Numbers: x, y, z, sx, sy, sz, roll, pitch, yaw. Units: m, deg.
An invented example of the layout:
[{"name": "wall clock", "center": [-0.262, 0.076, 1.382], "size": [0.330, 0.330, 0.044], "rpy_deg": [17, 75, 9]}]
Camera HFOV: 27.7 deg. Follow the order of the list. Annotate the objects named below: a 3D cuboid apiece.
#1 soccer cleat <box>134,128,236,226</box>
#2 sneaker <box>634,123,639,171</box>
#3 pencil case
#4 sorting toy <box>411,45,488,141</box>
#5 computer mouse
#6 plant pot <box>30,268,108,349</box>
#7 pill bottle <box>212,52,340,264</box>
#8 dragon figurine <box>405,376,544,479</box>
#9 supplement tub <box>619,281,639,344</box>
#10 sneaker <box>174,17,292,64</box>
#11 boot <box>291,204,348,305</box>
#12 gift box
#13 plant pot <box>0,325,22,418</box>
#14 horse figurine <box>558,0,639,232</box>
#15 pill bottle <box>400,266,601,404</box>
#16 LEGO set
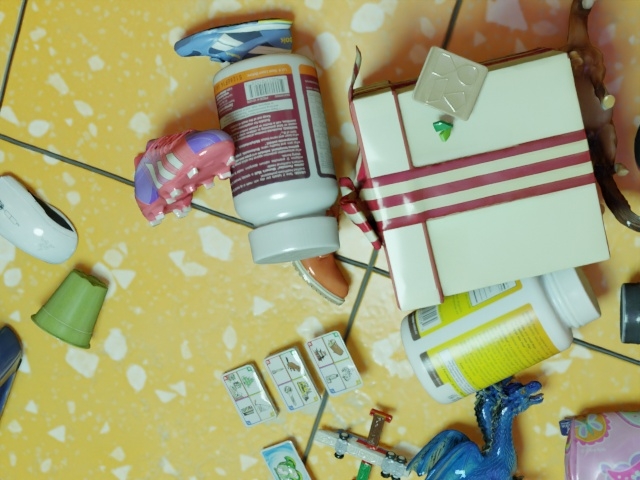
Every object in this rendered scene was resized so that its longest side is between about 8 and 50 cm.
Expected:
[{"name": "soccer cleat", "center": [-0.165, -0.089, 1.475], "size": [0.083, 0.248, 0.095], "rpy_deg": [-20, 83, -24]}, {"name": "sneaker", "center": [0.479, -0.174, 1.408], "size": [0.136, 0.116, 0.314], "rpy_deg": [32, 103, -25]}, {"name": "pencil case", "center": [0.422, 0.258, 1.501], "size": [0.284, 0.124, 0.124], "rpy_deg": [-4, 102, 12]}, {"name": "sorting toy", "center": [0.121, -0.141, 1.267], "size": [0.062, 0.012, 0.083], "rpy_deg": [22, 92, -6]}, {"name": "computer mouse", "center": [-0.386, -0.042, 1.611], "size": [0.193, 0.042, 0.106], "rpy_deg": [38, 106, 0]}, {"name": "plant pot", "center": [-0.304, 0.081, 1.612], "size": [0.083, 0.083, 0.079], "rpy_deg": [30, 95, 2]}, {"name": "pill bottle", "center": [-0.046, -0.090, 1.469], "size": [0.121, 0.121, 0.221], "rpy_deg": [-12, 83, 13]}, {"name": "dragon figurine", "center": [0.159, 0.279, 1.539], "size": [0.289, 0.085, 0.144], "rpy_deg": [-38, 102, -5]}, {"name": "supplement tub", "center": [0.439, 0.084, 1.460], "size": [0.198, 0.106, 0.106], "rpy_deg": [1, 103, 11]}, {"name": "sneaker", "center": [-0.101, -0.223, 1.512], "size": [0.144, 0.053, 0.059], "rpy_deg": [-5, 104, 12]}, {"name": "boot", "center": [0.000, 0.000, 1.545], "size": [0.084, 0.059, 0.158], "rpy_deg": [-33, 94, 11]}, {"name": "gift box", "center": [0.143, -0.091, 1.405], "size": [0.258, 0.255, 0.276], "rpy_deg": [-14, 94, 3]}, {"name": "plant pot", "center": [-0.508, 0.195, 1.595], "size": [0.212, 0.236, 0.236], "rpy_deg": [23, 105, -1]}, {"name": "horse figurine", "center": [0.299, -0.136, 1.420], "size": [0.066, 0.174, 0.263], "rpy_deg": [-13, 114, 9]}, {"name": "pill bottle", "center": [0.209, 0.096, 1.497], "size": [0.215, 0.117, 0.117], "rpy_deg": [-27, 97, 15]}, {"name": "LEGO set", "center": [0.008, 0.240, 1.617], "size": [0.182, 0.060, 0.244], "rpy_deg": [-24, 97, 27]}]
